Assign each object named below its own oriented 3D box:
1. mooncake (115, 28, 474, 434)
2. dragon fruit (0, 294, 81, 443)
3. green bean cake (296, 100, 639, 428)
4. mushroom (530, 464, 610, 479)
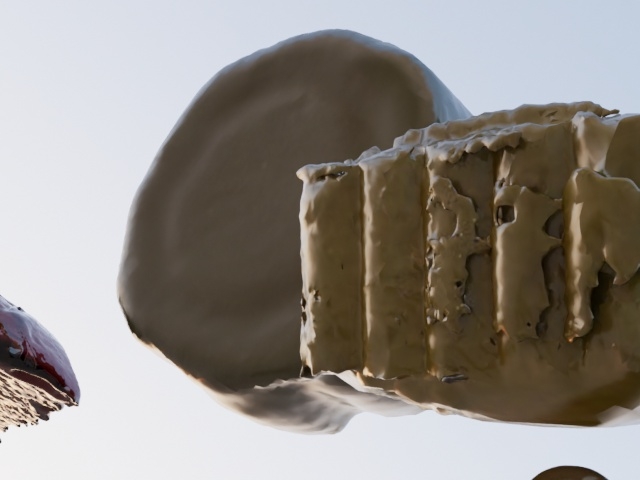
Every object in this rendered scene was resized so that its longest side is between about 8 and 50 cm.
[{"bbox_3d":[0.000,0.000,1.192,0.378,0.378,0.201,-10,-32,32],"label":"mooncake"},{"bbox_3d":[-0.386,0.090,1.331,0.282,0.100,0.343,38,-27,-19],"label":"dragon fruit"},{"bbox_3d":[0.126,0.017,0.579,0.229,0.131,0.224,6,-7,-45],"label":"green bean cake"},{"bbox_3d":[0.083,0.173,0.441,0.093,0.225,0.116,29,-69,6],"label":"mushroom"}]
